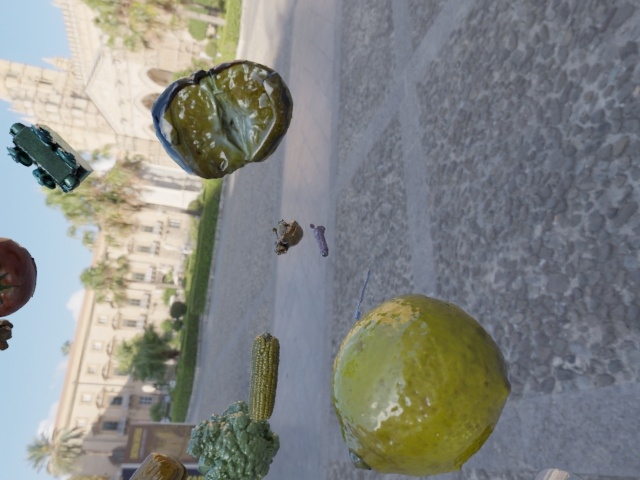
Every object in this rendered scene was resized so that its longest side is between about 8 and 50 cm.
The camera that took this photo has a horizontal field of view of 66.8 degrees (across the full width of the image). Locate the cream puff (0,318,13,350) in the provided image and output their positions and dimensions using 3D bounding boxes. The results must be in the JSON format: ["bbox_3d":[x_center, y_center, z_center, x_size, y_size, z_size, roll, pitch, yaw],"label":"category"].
[{"bbox_3d":[-0.857,0.240,1.240,0.116,0.122,0.094,50,151,8],"label":"cream puff"}]

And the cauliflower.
[{"bbox_3d":[-0.292,0.644,1.551,0.281,0.327,0.261,-3,65,43],"label":"cauliflower"}]

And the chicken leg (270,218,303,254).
[{"bbox_3d":[-0.118,-0.011,1.624,0.085,0.101,0.207,-43,9,22],"label":"chicken leg"}]

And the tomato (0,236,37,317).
[{"bbox_3d":[-0.800,0.100,1.166,0.085,0.224,0.225,31,113,54],"label":"tomato"}]

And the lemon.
[{"bbox_3d":[0.189,0.291,0.979,0.387,0.350,0.350,-44,6,-15],"label":"lemon"}]

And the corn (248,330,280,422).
[{"bbox_3d":[-0.151,0.364,1.301,0.080,0.080,0.238,168,104,-75],"label":"corn"}]

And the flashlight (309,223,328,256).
[{"bbox_3d":[0.000,0.000,1.321,0.031,0.052,0.110,-55,38,38],"label":"flashlight"}]

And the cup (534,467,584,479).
[{"bbox_3d":[0.564,0.733,1.178,0.219,0.257,0.290,45,141,19],"label":"cup"}]

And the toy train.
[{"bbox_3d":[-0.671,-0.206,1.208,0.107,0.198,0.154,-44,11,0],"label":"toy train"}]

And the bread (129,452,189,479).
[{"bbox_3d":[-0.441,0.649,1.259,0.200,0.115,0.077,-53,-25,-47],"label":"bread"}]

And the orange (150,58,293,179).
[{"bbox_3d":[-0.249,-0.325,1.296,0.210,0.368,0.271,-98,-13,-71],"label":"orange"}]

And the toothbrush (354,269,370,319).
[{"bbox_3d":[0.153,0.191,1.731,0.013,0.019,0.193,-20,47,54],"label":"toothbrush"}]
